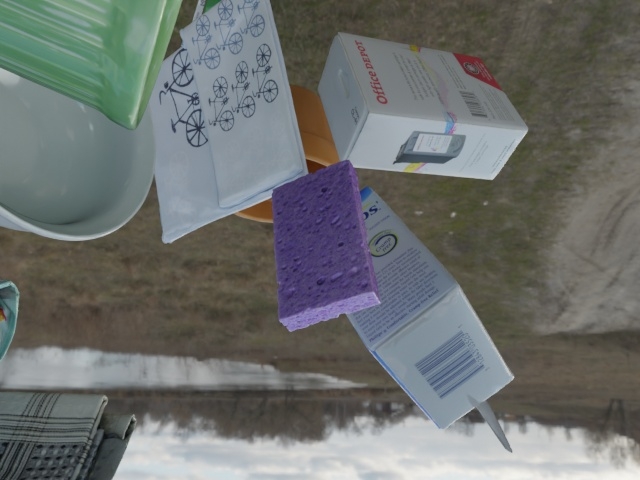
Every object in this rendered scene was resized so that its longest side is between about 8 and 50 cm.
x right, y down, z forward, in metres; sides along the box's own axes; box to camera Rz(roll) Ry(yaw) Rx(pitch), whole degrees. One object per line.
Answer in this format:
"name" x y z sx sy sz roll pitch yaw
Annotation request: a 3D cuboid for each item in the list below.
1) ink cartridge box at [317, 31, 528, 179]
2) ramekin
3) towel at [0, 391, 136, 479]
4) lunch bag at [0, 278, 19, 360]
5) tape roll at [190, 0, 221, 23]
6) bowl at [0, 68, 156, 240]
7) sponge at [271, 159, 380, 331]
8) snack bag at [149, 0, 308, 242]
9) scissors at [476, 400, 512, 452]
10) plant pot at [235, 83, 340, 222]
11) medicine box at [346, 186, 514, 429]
"ink cartridge box" 0.171 -0.235 1.054 0.307 0.226 0.131 2 140 -20
"ramekin" -0.191 -0.265 0.520 0.148 0.303 0.303 17 162 -17
"towel" -0.445 0.331 0.797 0.325 0.312 0.056 5 125 3
"lunch bag" -0.594 0.147 0.858 0.224 0.262 0.160 6 145 17
"tape roll" -0.227 -0.434 1.243 0.077 0.321 0.321 15 162 -21
"bowl" -0.329 -0.133 0.643 0.134 0.297 0.298 -13 160 24
"sponge" 0.000 0.000 0.731 0.117 0.210 0.031 -21 139 17
"snack bag" -0.179 -0.192 0.944 0.343 0.322 0.037 -20 169 37
"scissors" 0.266 0.245 1.037 0.021 0.109 0.297 52 173 -27
"plant pot" -0.084 -0.188 1.253 0.291 0.203 0.291 0 155 0
"medicine box" 0.133 0.102 0.946 0.149 0.289 0.263 -37 129 2
